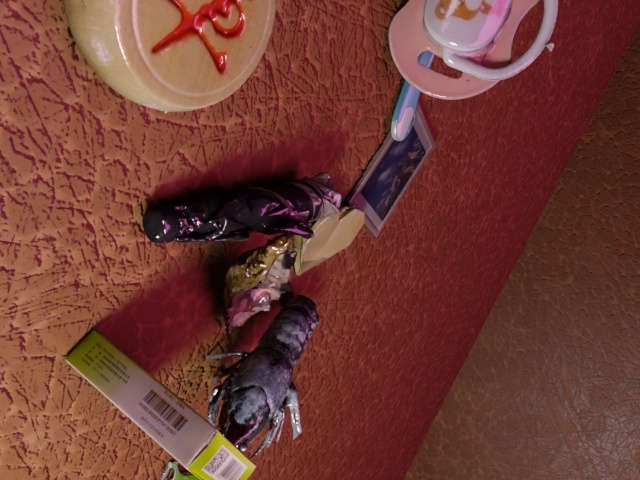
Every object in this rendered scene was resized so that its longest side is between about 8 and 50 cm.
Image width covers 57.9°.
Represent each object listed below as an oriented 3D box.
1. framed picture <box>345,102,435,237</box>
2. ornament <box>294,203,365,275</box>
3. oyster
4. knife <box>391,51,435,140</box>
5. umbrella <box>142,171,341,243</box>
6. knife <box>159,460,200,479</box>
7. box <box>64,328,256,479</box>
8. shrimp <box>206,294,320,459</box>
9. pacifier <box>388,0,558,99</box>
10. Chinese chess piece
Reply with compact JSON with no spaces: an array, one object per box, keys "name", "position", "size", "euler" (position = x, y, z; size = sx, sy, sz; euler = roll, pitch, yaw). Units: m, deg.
[{"name":"framed picture","position":[0.166,-0.160,1.323],"size":[0.281,0.019,0.209],"euler":[-58,150,-5]},{"name":"ornament","position":[0.000,0.000,1.172],"size":[0.180,0.059,0.201],"euler":[-57,154,17]},{"name":"oyster","position":[-0.099,0.065,0.960],"size":[0.129,0.078,0.345],"euler":[-19,160,-24]},{"name":"knife","position":[0.194,-0.317,1.215],"size":[0.064,0.031,0.222],"euler":[11,100,-44]},{"name":"umbrella","position":[-0.113,-0.038,0.916],"size":[0.358,0.113,0.106],"euler":[-15,100,-46]},{"name":"knife","position":[-0.276,0.488,1.190],"size":[0.078,0.023,0.166],"euler":[-55,149,0]},{"name":"box","position":[-0.224,0.246,0.821],"size":[0.062,0.260,0.175],"euler":[-49,149,-21]},{"name":"shrimp","position":[-0.109,0.257,1.078],"size":[0.410,0.221,0.166],"euler":[-59,176,-30]},{"name":"pacifier","position":[0.269,-0.427,1.071],"size":[0.220,0.273,0.332],"euler":[14,107,-30]},{"name":"Chinese chess piece","position":[-0.158,-0.270,0.652],"size":[0.251,0.097,0.250],"euler":[-36,142,-35]}]
